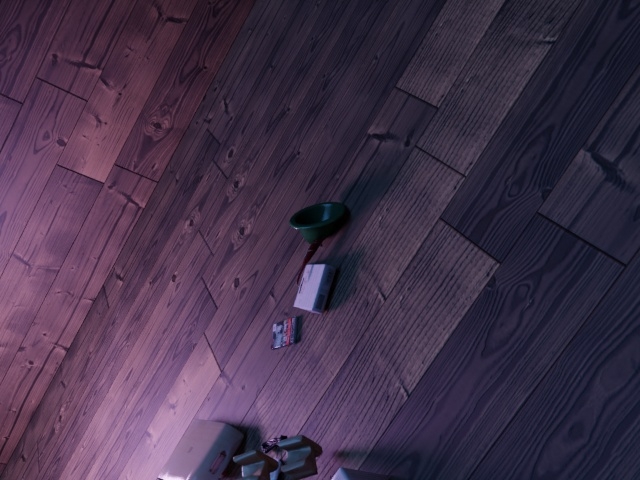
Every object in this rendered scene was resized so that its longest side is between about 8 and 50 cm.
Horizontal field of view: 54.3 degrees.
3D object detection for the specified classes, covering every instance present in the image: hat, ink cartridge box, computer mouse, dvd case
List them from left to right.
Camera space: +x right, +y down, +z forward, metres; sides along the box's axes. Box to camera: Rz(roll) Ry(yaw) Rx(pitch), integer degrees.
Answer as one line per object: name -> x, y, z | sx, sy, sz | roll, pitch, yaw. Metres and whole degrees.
computer mouse -> -0.137, 0.649, 1.752 | 0.106, 0.042, 0.193 | -28, 49, 41
dvd case -> -0.114, 0.292, 1.958 | 0.119, 0.013, 0.087 | -24, 52, 44
ink cartridge box -> -0.019, 0.147, 1.909 | 0.179, 0.045, 0.145 | 170, 118, -72
hat -> 0.000, 0.000, 1.963 | 0.208, 0.184, 0.173 | -15, 24, 2

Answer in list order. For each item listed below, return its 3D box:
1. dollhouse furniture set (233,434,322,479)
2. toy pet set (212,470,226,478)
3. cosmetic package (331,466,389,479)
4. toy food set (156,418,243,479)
dollhouse furniture set -> -0.134, 0.744, 1.557 | 0.394, 0.256, 0.362 | -22, 50, 15
toy pet set -> -0.334, 0.790, 1.945 | 0.114, 0.065, 0.122 | -10, 59, 11
cosmetic package -> 0.097, 0.620, 1.352 | 0.151, 0.151, 0.184 | -58, 34, 11
toy food set -> -0.384, 0.695, 1.992 | 0.306, 0.092, 0.220 | -17, 34, 53
